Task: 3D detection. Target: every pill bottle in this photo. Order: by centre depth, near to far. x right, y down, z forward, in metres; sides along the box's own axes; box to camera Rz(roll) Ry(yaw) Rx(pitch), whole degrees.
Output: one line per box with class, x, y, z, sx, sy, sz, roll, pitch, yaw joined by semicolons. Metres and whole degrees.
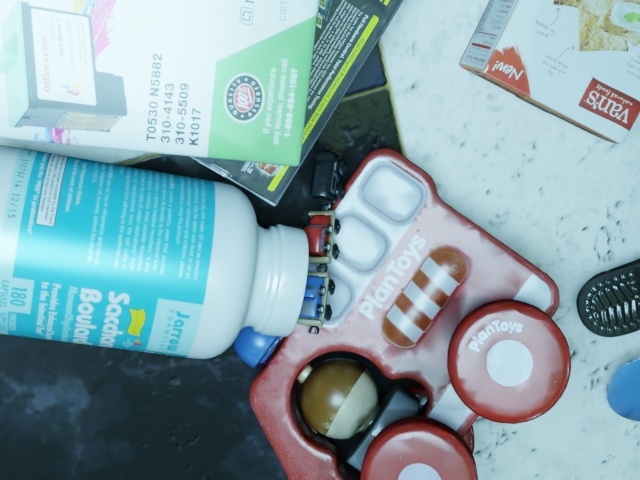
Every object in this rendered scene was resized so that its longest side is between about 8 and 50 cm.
pill bottle;-0.148;0.015;0.751;0.264;0.146;0.146;9;105;-13

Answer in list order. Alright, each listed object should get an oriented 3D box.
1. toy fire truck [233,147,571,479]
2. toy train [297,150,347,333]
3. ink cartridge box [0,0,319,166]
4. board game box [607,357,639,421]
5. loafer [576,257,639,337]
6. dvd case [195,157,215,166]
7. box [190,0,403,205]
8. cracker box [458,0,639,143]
toy fire truck;0.063;0.102;0.846;0.254;0.169;0.302;37;98;5
toy train;0.000;0.000;0.798;0.027;0.036;0.158;1;79;25
ink cartridge box;-0.145;-0.167;0.631;0.278;0.117;0.202;5;104;-10
board game box;0.373;0.126;0.966;0.168;0.033;0.133;-28;134;16
loafer;0.350;0.036;0.923;0.219;0.078;0.080;-11;92;-3
dvd case;-0.138;-0.179;0.701;0.221;0.018;0.165;29;99;-15
box;-0.059;-0.196;0.751;0.216;0.060;0.270;29;99;-17
cracker box;0.246;-0.222;0.821;0.155;0.067;0.232;22;101;-18
